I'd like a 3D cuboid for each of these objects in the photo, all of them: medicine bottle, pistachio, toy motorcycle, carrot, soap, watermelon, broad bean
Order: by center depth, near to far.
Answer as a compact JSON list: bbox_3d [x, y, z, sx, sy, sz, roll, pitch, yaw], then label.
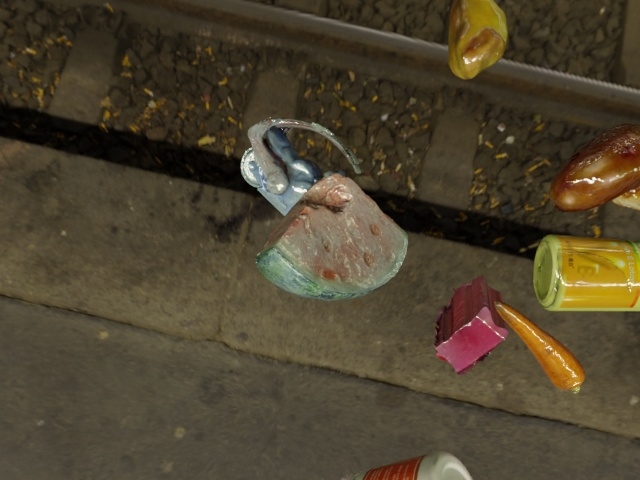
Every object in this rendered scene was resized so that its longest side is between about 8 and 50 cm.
[{"bbox_3d":[0.358,-0.088,0.830,0.165,0.114,0.084,-31,66,-10],"label":"broad bean"},{"bbox_3d":[0.473,0.055,1.052,0.239,0.124,0.124,0,75,0],"label":"medicine bottle"},{"bbox_3d":[0.379,0.177,1.138,0.256,0.061,0.061,46,76,-20],"label":"carrot"},{"bbox_3d":[0.000,0.000,1.145,0.319,0.148,0.226,-5,78,-44],"label":"watermelon"},{"bbox_3d":[0.292,-0.380,1.245,0.100,0.110,0.189,8,67,-12],"label":"pistachio"},{"bbox_3d":[0.179,0.568,1.309,0.241,0.252,0.252,-23,75,26],"label":"medicine bottle"},{"bbox_3d":[0.351,0.181,1.545,0.099,0.250,0.162,39,114,-5],"label":"soap"},{"bbox_3d":[-0.052,-0.163,1.609,0.319,0.241,0.182,46,45,11],"label":"toy motorcycle"}]

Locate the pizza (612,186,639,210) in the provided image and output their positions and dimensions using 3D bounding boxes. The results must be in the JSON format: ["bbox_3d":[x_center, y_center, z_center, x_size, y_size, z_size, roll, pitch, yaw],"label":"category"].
[{"bbox_3d":[0.612,-0.099,1.117,0.271,0.056,0.134,-1,37,6],"label":"pizza"}]
